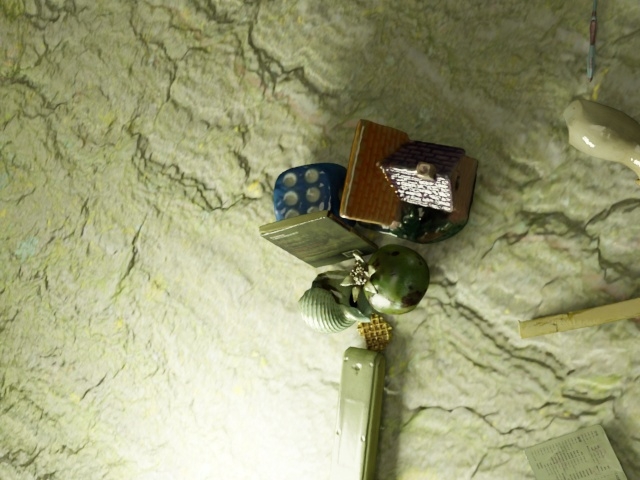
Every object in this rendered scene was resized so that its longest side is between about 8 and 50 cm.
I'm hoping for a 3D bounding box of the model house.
[{"bbox_3d":[0.153,-0.103,1.395,0.237,0.237,0.202,19,95,26],"label":"model house"}]

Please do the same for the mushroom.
[{"bbox_3d":[0.527,-0.177,1.293,0.212,0.088,0.097,39,114,16],"label":"mushroom"}]

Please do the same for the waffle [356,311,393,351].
[{"bbox_3d":[0.112,0.193,1.529,0.085,0.016,0.078,47,107,20],"label":"waffle"}]

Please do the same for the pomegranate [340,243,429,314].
[{"bbox_3d":[0.137,0.081,1.436,0.149,0.169,0.148,14,109,44],"label":"pomegranate"}]

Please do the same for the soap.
[{"bbox_3d":[0.487,0.136,1.299,0.252,0.092,0.037,-16,79,26],"label":"soap"}]

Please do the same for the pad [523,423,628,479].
[{"bbox_3d":[0.496,0.484,1.320,0.160,0.009,0.265,-30,74,28],"label":"pad"}]

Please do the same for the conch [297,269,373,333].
[{"bbox_3d":[0.030,0.131,1.526,0.153,0.102,0.135,8,79,-6],"label":"conch"}]

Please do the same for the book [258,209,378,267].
[{"bbox_3d":[0.000,0.000,1.477,0.160,0.228,0.024,-14,65,26],"label":"book"}]

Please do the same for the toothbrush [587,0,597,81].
[{"bbox_3d":[0.508,-0.392,1.349,0.013,0.019,0.193,3,91,26],"label":"toothbrush"}]

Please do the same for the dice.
[{"bbox_3d":[-0.009,-0.081,1.531,0.147,0.146,0.143,-10,81,22],"label":"dice"}]

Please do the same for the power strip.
[{"bbox_3d":[0.076,0.419,1.512,0.092,0.066,0.387,7,90,35],"label":"power strip"}]
